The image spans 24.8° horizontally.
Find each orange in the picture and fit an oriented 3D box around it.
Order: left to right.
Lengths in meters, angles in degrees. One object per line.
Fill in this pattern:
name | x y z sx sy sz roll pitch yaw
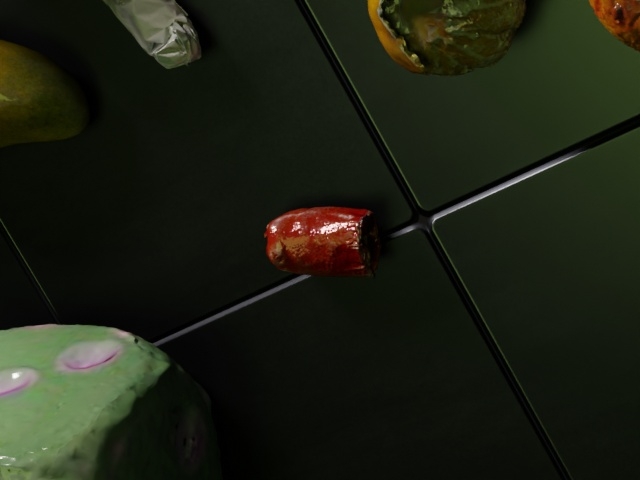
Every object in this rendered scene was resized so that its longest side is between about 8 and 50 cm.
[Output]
orange | 0.113 -0.221 1.336 0.156 0.134 0.157 19 123 32

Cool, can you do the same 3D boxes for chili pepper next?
chili pepper | 0.000 0.000 1.520 0.123 0.073 0.071 1 69 23

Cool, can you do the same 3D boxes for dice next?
dice | -0.309 0.289 1.638 0.322 0.330 0.318 2 116 24

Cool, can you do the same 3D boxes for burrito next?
burrito | -0.200 -0.258 1.513 0.203 0.064 0.064 46 123 4

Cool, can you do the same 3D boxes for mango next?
mango | -0.403 -0.160 1.614 0.289 0.129 0.146 -9 105 19

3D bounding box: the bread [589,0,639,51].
bread | 0.365 -0.210 1.241 0.268 0.095 0.139 13 123 16
